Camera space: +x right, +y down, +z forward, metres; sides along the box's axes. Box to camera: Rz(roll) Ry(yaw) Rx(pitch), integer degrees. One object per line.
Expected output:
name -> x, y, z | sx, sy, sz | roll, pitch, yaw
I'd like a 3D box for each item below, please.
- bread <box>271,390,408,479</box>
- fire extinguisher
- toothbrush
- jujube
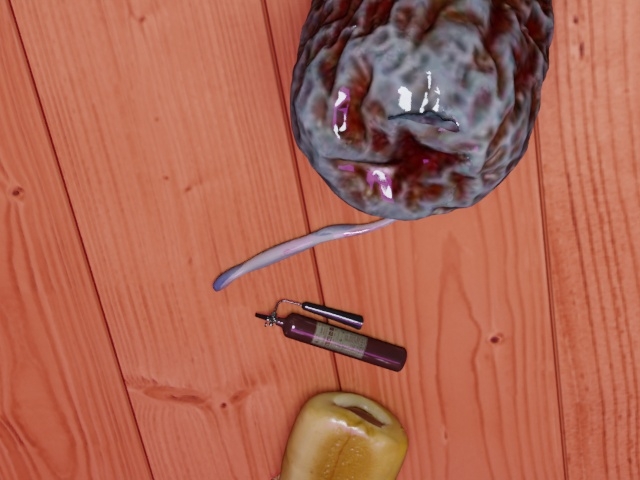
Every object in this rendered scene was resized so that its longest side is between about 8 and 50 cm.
bread -> 0.024, 0.250, 1.499 | 0.134, 0.085, 0.173 | 20, 122, -4
fire extinguisher -> 0.015, 0.101, 1.440 | 0.173, 0.035, 0.049 | 18, 125, -10
toothbrush -> 0.000, 0.000, 1.385 | 0.269, 0.021, 0.027 | -23, 105, 17
jujube -> 0.089, -0.162, 1.116 | 0.226, 0.317, 0.226 | 5, 134, 6
